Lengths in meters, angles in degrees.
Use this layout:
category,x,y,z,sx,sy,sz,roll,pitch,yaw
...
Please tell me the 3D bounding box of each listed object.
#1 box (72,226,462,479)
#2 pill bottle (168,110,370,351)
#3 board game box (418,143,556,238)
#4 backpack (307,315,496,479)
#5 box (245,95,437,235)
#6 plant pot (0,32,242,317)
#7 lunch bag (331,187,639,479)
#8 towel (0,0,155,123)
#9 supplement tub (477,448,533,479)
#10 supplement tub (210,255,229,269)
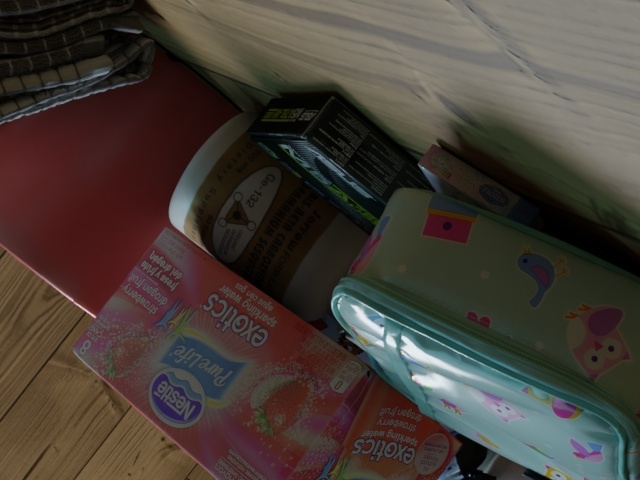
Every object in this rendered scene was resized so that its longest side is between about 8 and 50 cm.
category,x,y,z,sx,sy,sz,roll,pitch,yaw
box,-0.052,0.129,1.257,0.300,0.142,0.154,32,172,45
pill bottle,-0.012,-0.002,1.358,0.229,0.131,0.131,36,174,11
board game box,0.115,-0.018,0.996,0.090,0.020,0.090,33,173,29
backpack,0.004,0.147,1.475,0.213,0.263,0.277,57,-170,-51
box,0.043,-0.038,1.166,0.190,0.045,0.184,39,176,-16
plant pot,-0.203,-0.062,1.506,0.275,0.243,0.275,38,175,4
lunch bag,0.126,0.076,1.008,0.224,0.108,0.279,23,165,19
towel,-0.314,-0.174,1.293,0.235,0.283,0.121,22,126,52
supplement tub,0.284,0.303,1.476,0.228,0.228,0.316,42,173,-40
supplement tub,-0.055,0.084,2.024,0.316,0.193,0.193,38,175,7
